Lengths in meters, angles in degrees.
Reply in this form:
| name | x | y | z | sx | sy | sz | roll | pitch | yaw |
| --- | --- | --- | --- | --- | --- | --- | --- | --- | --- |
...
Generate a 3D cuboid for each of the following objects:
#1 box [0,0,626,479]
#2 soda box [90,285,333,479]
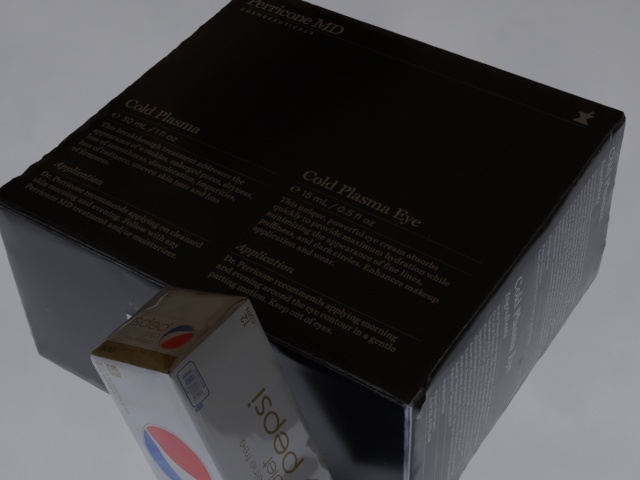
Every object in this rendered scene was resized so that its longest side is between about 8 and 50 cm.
| name | x | y | z | sx | sy | sz | roll | pitch | yaw |
| --- | --- | --- | --- | --- | --- | --- | --- | --- | --- |
| box | 0.000 | 0.000 | 0.906 | 0.343 | 0.179 | 0.312 | 25 | -128 | 24 |
| soda box | -0.047 | 0.134 | 0.710 | 0.074 | 0.216 | 0.069 | 6 | -142 | 43 |
